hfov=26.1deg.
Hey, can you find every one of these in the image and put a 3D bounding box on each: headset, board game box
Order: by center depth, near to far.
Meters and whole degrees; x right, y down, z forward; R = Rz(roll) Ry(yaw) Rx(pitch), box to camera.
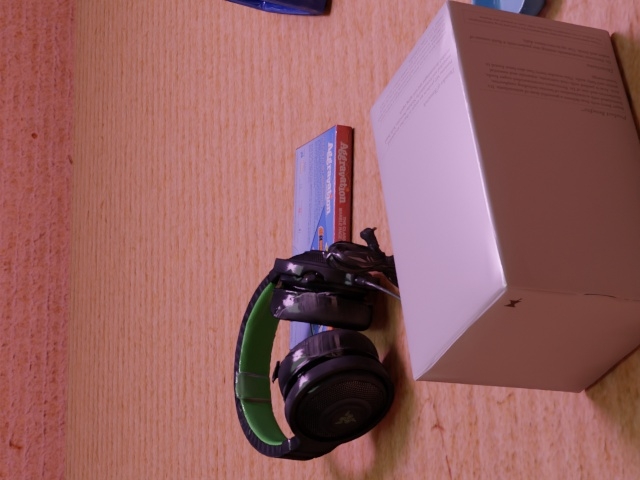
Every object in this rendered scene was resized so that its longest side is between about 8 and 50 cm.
[{"bbox_3d":[-0.011,0.109,1.617,0.394,0.185,0.243,-38,49,46],"label":"headset"},{"bbox_3d":[0.000,0.000,1.826,0.145,0.027,0.281,156,118,-66],"label":"board game box"}]

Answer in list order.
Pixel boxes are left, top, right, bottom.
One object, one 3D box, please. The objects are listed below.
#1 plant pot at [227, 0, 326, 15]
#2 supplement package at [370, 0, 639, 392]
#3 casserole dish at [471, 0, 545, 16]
[{"bbox_3d":[-0.112,-0.449,1.959,0.236,0.236,0.212,-151,74,-67],"label":"plant pot"},{"bbox_3d":[0.172,-0.035,1.226,0.175,0.177,0.293,127,143,-50],"label":"supplement package"},{"bbox_3d":[0.198,-0.296,1.414,0.114,0.037,0.188,168,108,-67],"label":"casserole dish"}]
